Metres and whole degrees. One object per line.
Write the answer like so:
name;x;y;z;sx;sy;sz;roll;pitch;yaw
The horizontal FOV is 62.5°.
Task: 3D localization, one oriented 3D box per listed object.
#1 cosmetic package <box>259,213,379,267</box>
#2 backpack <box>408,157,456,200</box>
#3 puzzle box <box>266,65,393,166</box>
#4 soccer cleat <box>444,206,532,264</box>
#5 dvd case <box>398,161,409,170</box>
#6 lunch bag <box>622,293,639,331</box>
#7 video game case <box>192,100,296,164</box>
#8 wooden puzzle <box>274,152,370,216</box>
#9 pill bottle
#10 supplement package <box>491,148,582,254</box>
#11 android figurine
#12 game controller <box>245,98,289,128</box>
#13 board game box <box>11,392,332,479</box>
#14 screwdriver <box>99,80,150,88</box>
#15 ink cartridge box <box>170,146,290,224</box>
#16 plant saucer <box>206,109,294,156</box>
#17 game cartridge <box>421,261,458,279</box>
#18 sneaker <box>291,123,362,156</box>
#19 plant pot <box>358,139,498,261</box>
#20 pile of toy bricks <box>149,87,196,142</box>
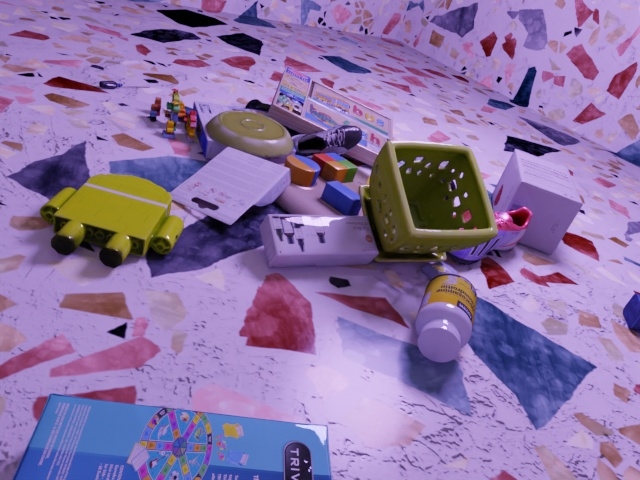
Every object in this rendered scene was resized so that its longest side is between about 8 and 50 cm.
cosmetic package;0.000;0.000;1.109;0.239;0.060;0.098;-1;63;-29
backpack;0.324;-0.182;1.553;0.152;0.115;0.182;14;28;-3
puzzle box;0.046;-0.393;1.687;0.409;0.052;0.272;23;40;-13
soccer cleat;0.420;-0.022;1.335;0.318;0.116;0.108;-10;52;-40
dvd case;0.246;-0.262;1.737;0.087;0.013;0.119;-14;42;-42
lunch bag;0.779;0.181;1.261;0.065;0.067;0.098;21;32;5
video game case;-0.225;-0.304;1.503;0.245;0.061;0.269;2;35;-24
wooden puzzle;0.041;-0.141;1.368;0.322;0.080;0.348;38;36;29
pill bottle;0.236;0.145;0.994;0.103;0.103;0.184;24;31;9
supplement package;0.625;-0.123;1.556;0.175;0.177;0.293;21;30;5
android figurine;-0.391;-0.050;1.015;0.248;0.056;0.272;14;31;-6
game controller;-0.091;-0.402;1.750;0.319;0.067;0.166;11;17;-13
board game box;-0.151;0.305;0.555;0.336;0.079;0.253;11;31;-12
screwdriver;-0.598;-0.480;1.622;0.024;0.025;0.170;38;36;28
ink cartridge box;-0.209;-0.118;1.227;0.189;0.066;0.232;22;52;21
plant saucer;-0.184;-0.297;1.421;0.241;0.037;0.241;13;32;-8
game cartridge;0.278;0.073;1.217;0.083;0.017;0.056;-11;45;-39
sneaker;0.025;-0.279;1.506;0.229;0.086;0.132;-15;12;-10
plant pot;0.218;-0.068;1.173;0.227;0.207;0.228;0;65;-24
pile of toy bricks;-0.405;-0.367;1.464;0.118;0.105;0.212;2;34;-25
